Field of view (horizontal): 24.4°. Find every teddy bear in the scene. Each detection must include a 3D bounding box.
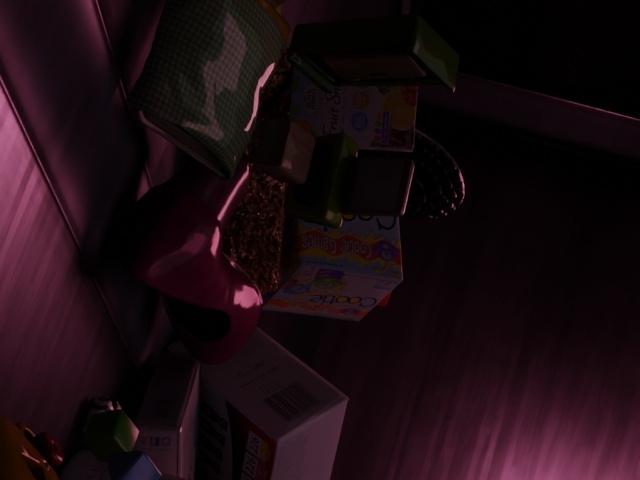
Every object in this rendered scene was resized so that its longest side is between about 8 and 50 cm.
[{"bbox_3d":[-0.090,-0.109,1.720,0.245,0.113,0.338,-78,172,-63],"label":"teddy bear"}]

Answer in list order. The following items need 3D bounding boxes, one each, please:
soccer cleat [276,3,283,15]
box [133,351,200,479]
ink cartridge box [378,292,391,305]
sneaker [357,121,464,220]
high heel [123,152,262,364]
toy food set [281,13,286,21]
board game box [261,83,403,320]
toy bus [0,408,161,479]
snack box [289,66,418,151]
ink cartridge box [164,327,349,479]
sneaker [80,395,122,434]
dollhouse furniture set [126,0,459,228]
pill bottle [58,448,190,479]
[{"bbox_3d":[-0.081,-0.282,1.481,0.121,0.093,0.289,0,113,-52],"label":"soccer cleat"},{"bbox_3d":[-0.171,0.316,1.686,0.232,0.058,0.322,-85,177,-74],"label":"box"},{"bbox_3d":[0.000,0.000,2.044,0.134,0.231,0.078,105,3,-61],"label":"ink cartridge box"},{"bbox_3d":[0.080,-0.144,1.806,0.283,0.107,0.124,43,28,-34],"label":"sneaker"},{"bbox_3d":[-0.154,0.062,1.555,0.181,0.127,0.377,-54,160,-33],"label":"high heel"},{"bbox_3d":[-0.078,-0.224,1.591,0.020,0.083,0.083,-1,-125,56],"label":"toy food set"},{"bbox_3d":[0.008,-0.055,1.898,0.142,0.144,0.275,133,-40,-56],"label":"board game box"},{"bbox_3d":[-0.234,0.169,1.006,0.104,0.202,0.191,60,44,-36],"label":"toy bus"},{"bbox_3d":[0.037,-0.154,1.663,0.037,0.141,0.100,68,26,-88],"label":"snack box"},{"bbox_3d":[-0.125,0.263,1.896,0.130,0.272,0.310,-25,139,-39],"label":"ink cartridge box"},{"bbox_3d":[-0.215,0.184,1.528,0.109,0.040,0.044,67,36,-81],"label":"sneaker"},{"bbox_3d":[-0.016,-0.148,1.394,0.301,0.151,0.198,33,65,-53],"label":"dollhouse furniture set"},{"bbox_3d":[-0.154,0.302,1.482,0.131,0.229,0.131,15,90,-83],"label":"pill bottle"}]
